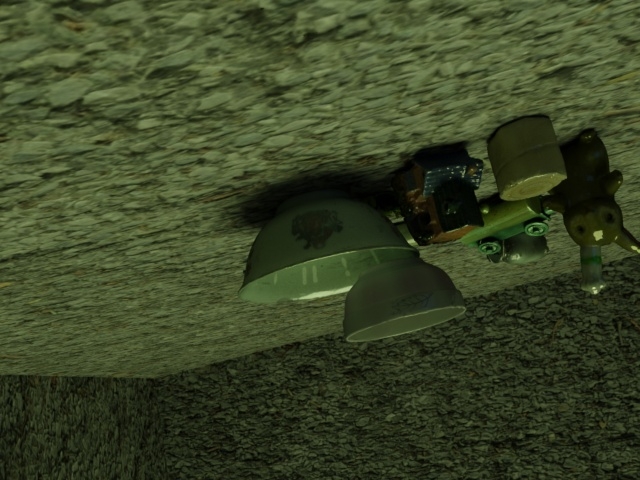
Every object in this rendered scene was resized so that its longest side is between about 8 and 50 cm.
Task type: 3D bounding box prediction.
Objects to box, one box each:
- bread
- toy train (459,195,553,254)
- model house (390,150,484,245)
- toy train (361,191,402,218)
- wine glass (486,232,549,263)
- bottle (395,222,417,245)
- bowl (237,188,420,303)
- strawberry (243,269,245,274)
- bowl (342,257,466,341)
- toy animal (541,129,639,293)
[{"bbox_3d":[0.433,-0.172,1.449,0.133,0.141,0.148,-2,160,-24],"label":"bread"},{"bbox_3d":[0.525,-0.071,1.984,0.189,0.127,0.307,36,139,-27],"label":"toy train"},{"bbox_3d":[0.273,-0.100,1.494,0.166,0.183,0.172,-9,167,-18],"label":"model house"},{"bbox_3d":[0.208,-0.085,1.750,0.085,0.053,0.249,-15,167,39],"label":"toy train"},{"bbox_3d":[0.705,0.027,2.436,0.204,0.111,0.111,-4,163,-15],"label":"wine glass"},{"bbox_3d":[0.263,-0.019,1.989,0.201,0.072,0.072,-13,165,3],"label":"bottle"},{"bbox_3d":[0.000,0.000,1.608,0.434,0.196,0.435,-12,165,-3],"label":"bowl"},{"bbox_3d":[-0.135,0.081,1.999,0.140,0.085,0.192,19,147,-29],"label":"strawberry"},{"bbox_3d":[0.181,0.131,1.580,0.286,0.144,0.287,-12,165,-3],"label":"bowl"},{"bbox_3d":[0.625,-0.078,1.583,0.181,0.363,0.180,-23,147,23],"label":"toy animal"}]
